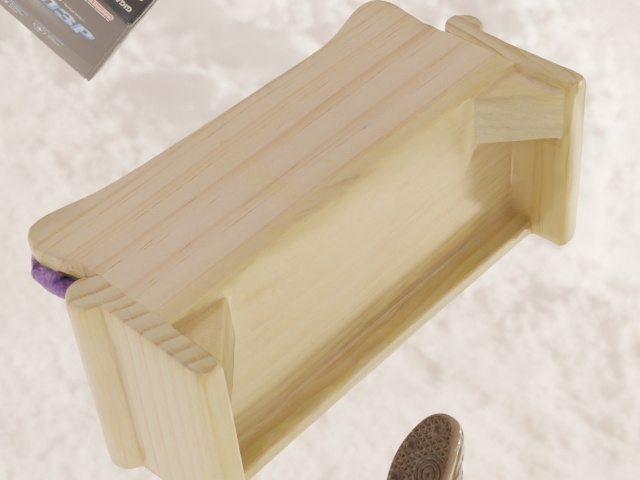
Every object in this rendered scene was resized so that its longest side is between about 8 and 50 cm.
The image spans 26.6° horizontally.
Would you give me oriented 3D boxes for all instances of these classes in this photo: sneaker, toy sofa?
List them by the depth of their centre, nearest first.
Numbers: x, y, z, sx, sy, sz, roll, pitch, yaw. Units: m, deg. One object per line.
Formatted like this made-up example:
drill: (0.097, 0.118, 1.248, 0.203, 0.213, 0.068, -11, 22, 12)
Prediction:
toy sofa: (0.000, 0.000, 0.884, 0.177, 0.150, 0.362, 29, 53, 33)
sneaker: (0.100, 0.252, 1.265, 0.071, 0.188, 0.066, 16, 5, -44)

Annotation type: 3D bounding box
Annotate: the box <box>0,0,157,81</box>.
box: (-0.261, -0.257, 1.238, 0.220, 0.051, 0.175, 42, -23, -11)
